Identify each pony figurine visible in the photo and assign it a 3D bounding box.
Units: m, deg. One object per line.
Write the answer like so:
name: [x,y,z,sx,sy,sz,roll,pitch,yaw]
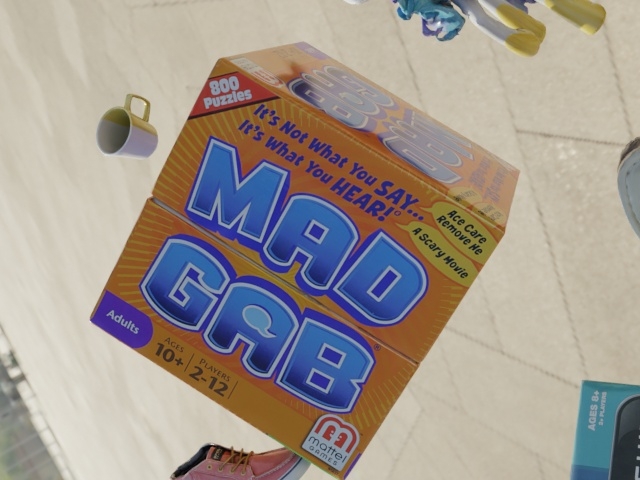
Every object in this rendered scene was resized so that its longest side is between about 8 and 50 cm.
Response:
pony figurine: [0.178,-0.402,1.343,0.303,0.363,0.351,-58,21,27]

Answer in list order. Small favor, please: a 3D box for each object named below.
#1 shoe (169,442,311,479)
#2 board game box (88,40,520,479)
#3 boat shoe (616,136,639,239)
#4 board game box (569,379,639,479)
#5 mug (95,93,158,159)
shoe: [-0.099,0.278,1.179,0.081,0.178,0.063,52,-157,-14]
board game box: [0.000,0.000,1.230,0.356,0.356,0.356,31,-161,5]
boat shoe: [0.466,-0.027,1.192,0.324,0.116,0.097,36,-146,-24]
board game box: [0.352,0.249,0.717,0.336,0.254,0.079,2,159,27]
mug: [-0.234,-0.136,1.229,0.064,0.078,0.062,17,-154,-54]
